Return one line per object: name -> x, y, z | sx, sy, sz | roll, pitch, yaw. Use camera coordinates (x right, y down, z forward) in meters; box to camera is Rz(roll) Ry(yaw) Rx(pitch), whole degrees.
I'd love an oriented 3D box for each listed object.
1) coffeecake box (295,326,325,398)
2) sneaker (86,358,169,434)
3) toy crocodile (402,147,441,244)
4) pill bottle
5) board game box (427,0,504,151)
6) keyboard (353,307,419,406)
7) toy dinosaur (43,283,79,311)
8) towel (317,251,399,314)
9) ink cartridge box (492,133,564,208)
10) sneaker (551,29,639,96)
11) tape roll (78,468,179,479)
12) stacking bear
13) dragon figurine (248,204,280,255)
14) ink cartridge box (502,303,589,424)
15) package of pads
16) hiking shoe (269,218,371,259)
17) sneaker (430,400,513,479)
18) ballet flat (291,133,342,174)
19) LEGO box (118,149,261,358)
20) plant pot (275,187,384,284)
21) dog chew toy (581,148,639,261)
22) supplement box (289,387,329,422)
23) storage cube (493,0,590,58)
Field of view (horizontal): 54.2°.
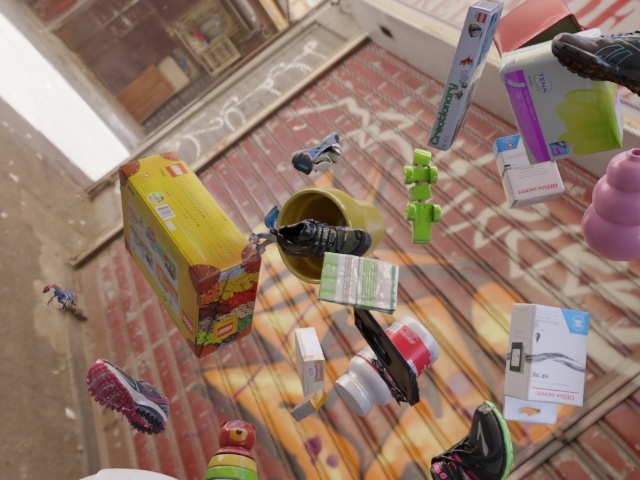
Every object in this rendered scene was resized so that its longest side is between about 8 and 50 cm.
coffeecake box -> -0.035, 0.384, 1.973 | 0.185, 0.068, 0.142 | -114, -159, -64
sneaker -> -0.555, 0.441, 1.811 | 0.299, 0.121, 0.112 | 56, 23, -32
toy crocodile -> 0.345, -0.154, 2.160 | 0.105, 0.115, 0.340 | 127, -39, -82
pill bottle -> 0.265, 0.511, 2.523 | 0.229, 0.408, 0.229 | 45, -20, 21
board game box -> 0.323, -0.370, 1.389 | 0.053, 0.305, 0.193 | 21, 31, 14
keyboard -> 0.160, 0.283, 1.547 | 0.317, 0.033, 0.201 | -125, -158, -50
toy dinosaur -> -0.544, 0.111, 1.298 | 0.090, 0.047, 0.082 | -107, -175, -53
towel -> 0.075, 0.083, 1.220 | 0.023, 0.152, 0.113 | 104, -4, -56
ink cartridge box -> 0.608, -0.208, 1.839 | 0.086, 0.148, 0.203 | 73, 7, -73
sneaker -> 0.601, -0.371, 1.261 | 0.267, 0.106, 0.101 | 23, 1, 5
tape roll -> -0.317, 0.566, 1.007 | 0.392, 0.392, 0.072 | 52, 1, -4
stacking bear -> -0.248, 0.647, 1.755 | 0.164, 0.175, 0.289 | 101, -5, -52
dragon figurine -> -0.135, -0.062, 2.130 | 0.085, 0.289, 0.144 | 45, -16, -33
ink cartridge box -> 0.345, 0.192, 0.956 | 0.104, 0.180, 0.060 | 10, -8, -17
package of pads -> 0.575, -0.330, 1.472 | 0.296, 0.229, 0.101 | 56, 40, -34
hiking shoe -> 0.000, 0.000, 1.420 | 0.114, 0.227, 0.086 | 43, 48, -65
sneaker -> 0.471, 0.746, 2.036 | 0.202, 0.483, 0.185 | 11, 17, -21
ballet flat -> 0.008, -0.210, 1.562 | 0.074, 0.074, 0.203 | 52, 41, 2
LEGO box -> -0.402, 0.036, 1.873 | 0.500, 0.193, 0.372 | 49, -34, 28
plant pot -> 0.046, -0.024, 1.715 | 0.254, 0.254, 0.239 | 52, 33, 17
dog chew toy -> 0.843, -0.103, 1.726 | 0.206, 0.206, 0.332 | -128, -158, -47
supplement box -> -0.030, 0.438, 1.661 | 0.036, 0.098, 0.062 | 50, 42, 2
storage cube -> 0.570, -0.496, 1.597 | 0.183, 0.215, 0.193 | 42, 31, -31
